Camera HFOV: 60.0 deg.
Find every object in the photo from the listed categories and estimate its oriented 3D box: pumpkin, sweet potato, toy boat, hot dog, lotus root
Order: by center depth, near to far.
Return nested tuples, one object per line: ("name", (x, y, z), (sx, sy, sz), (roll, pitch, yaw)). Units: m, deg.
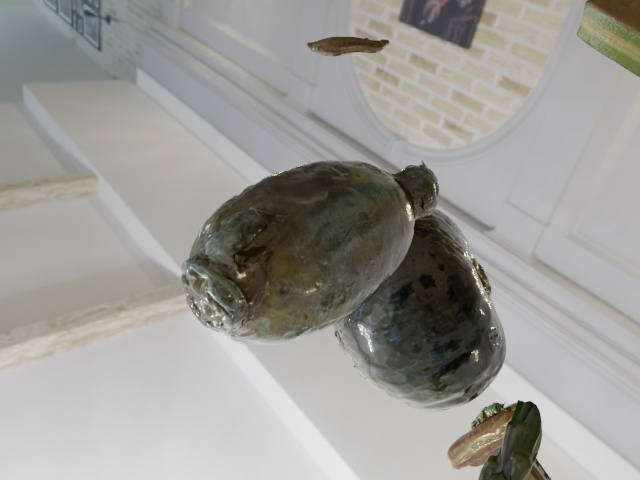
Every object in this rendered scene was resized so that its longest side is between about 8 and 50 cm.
("lotus root", (-0.001, 0.002, 0.615), (0.349, 0.175, 0.175), (-25, -131, -38))
("sweet potato", (0.039, -0.249, 0.711), (0.115, 0.026, 0.026), (-6, -143, -16))
("pumpkin", (0.191, 0.143, 1.175), (0.343, 0.454, 0.454), (-26, -148, 12))
("toy boat", (0.492, 0.549, 1.281), (0.201, 0.057, 0.077), (55, -152, 7))
("hot dog", (0.462, 0.521, 1.495), (0.135, 0.337, 0.100), (4, -132, -24))

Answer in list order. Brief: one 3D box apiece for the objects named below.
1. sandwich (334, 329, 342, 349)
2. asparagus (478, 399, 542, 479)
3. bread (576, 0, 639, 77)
("sandwich", (0.085, 0.270, 1.753), (0.109, 0.185, 0.160), (-2, 176, -25))
("asparagus", (0.285, 0.395, 0.879), (0.080, 0.287, 0.080), (31, 170, 6))
("bread", (0.434, -0.277, 0.786), (0.084, 0.074, 0.139), (-10, -117, 7))
